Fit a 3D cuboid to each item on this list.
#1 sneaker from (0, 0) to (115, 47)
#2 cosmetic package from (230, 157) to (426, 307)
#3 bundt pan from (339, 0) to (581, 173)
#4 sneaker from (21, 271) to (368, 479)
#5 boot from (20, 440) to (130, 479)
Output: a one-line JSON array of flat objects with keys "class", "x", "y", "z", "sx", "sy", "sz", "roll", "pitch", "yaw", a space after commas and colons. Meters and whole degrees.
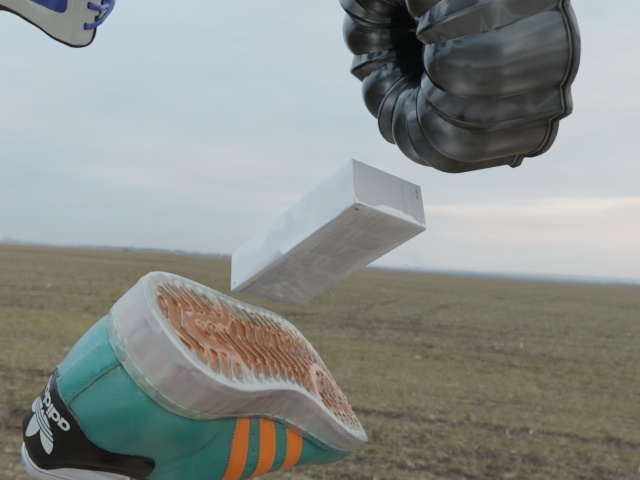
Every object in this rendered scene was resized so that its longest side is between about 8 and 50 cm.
[{"class": "sneaker", "x": -0.250, "y": -0.322, "z": 0.777, "sx": 0.315, "sy": 0.127, "sz": 0.182, "roll": -12, "pitch": -46, "yaw": 9}, {"class": "cosmetic package", "x": 0.000, "y": 0.000, "z": 0.801, "sx": 0.099, "sy": 0.060, "sz": 0.239, "roll": 16, "pitch": -34, "yaw": -34}, {"class": "bundt pan", "x": 0.122, "y": -0.219, "z": 0.771, "sx": 0.124, "sy": 0.331, "sz": 0.331, "roll": -21, "pitch": 6, "yaw": -17}, {"class": "sneaker", "x": -0.069, "y": 0.115, "z": 0.486, "sx": 0.121, "sy": 0.108, "sz": 0.302, "roll": -38, "pitch": -32, "yaw": 8}, {"class": "boot", "x": -0.265, "y": 0.290, "z": 0.981, "sx": 0.258, "sy": 0.095, "sz": 0.123, "roll": 23, "pitch": -55, "yaw": -39}]
